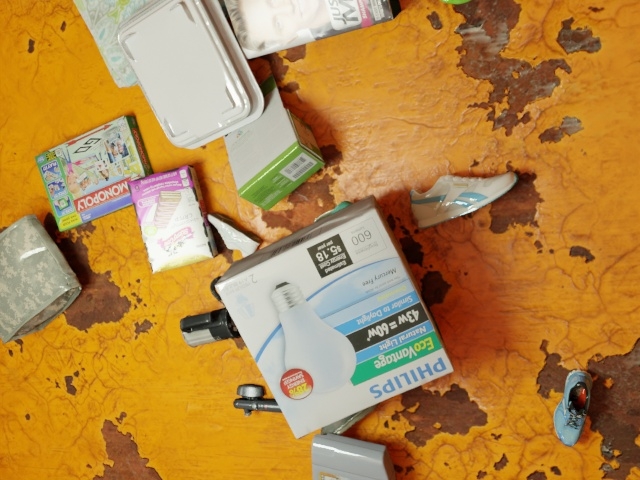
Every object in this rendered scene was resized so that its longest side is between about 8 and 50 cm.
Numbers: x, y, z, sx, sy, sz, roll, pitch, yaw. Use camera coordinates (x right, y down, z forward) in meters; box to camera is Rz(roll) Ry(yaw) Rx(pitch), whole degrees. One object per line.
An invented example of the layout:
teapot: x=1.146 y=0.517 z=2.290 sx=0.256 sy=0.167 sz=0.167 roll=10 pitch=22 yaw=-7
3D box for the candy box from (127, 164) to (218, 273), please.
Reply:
candy box: x=-0.359 y=-0.052 z=1.609 sx=0.159 sy=0.071 sz=0.234 roll=-15 pitch=95 yaw=4

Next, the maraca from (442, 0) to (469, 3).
maraca: x=0.285 y=-0.549 z=1.306 sx=0.127 sy=0.099 sz=0.186 roll=25 pitch=80 yaw=13

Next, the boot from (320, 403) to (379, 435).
boot: x=0.017 y=0.342 z=1.550 sx=0.189 sy=0.076 sz=0.208 roll=-41 pitch=88 yaw=11

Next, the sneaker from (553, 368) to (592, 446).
sneaker: x=0.518 y=0.350 z=1.358 sx=0.063 sy=0.073 sz=0.162 roll=9 pitch=101 yaw=19

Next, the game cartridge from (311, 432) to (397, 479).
game cartridge: x=0.081 y=0.591 z=1.533 sx=0.198 sy=0.062 sz=0.297 roll=8 pitch=117 yaw=24

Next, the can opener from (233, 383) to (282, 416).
can opener: x=-0.129 y=0.402 z=1.622 sx=0.186 sy=0.059 sz=0.073 roll=5 pitch=99 yaw=21

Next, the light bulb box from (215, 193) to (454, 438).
light bulb box: x=0.034 y=0.150 z=1.365 sx=0.357 sy=0.225 sz=0.361 roll=-26 pitch=99 yaw=8

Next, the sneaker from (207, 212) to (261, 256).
sneaker: x=-0.219 y=-0.013 z=1.598 sx=0.152 sy=0.053 sz=0.061 roll=35 pitch=111 yaw=12

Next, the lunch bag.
lunch bag: x=-0.777 y=0.095 z=1.767 sx=0.287 sy=0.169 sz=0.235 roll=-37 pitch=84 yaw=26

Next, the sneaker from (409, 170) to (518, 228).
sneaker: x=0.295 y=-0.101 z=1.371 sx=0.228 sy=0.087 sz=0.092 roll=-21 pitch=88 yaw=20

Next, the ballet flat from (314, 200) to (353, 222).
ballet flat: x=0.000 y=0.000 z=1.512 sx=0.247 sy=0.083 sz=0.087 roll=-43 pitch=58 yaw=21

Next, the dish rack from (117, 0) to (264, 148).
dish rack: x=-0.305 y=-0.380 z=1.478 sx=0.285 sy=0.072 sz=0.333 roll=-18 pitch=106 yaw=30

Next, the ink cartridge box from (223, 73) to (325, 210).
ink cartridge box: x=-0.118 y=-0.229 z=1.515 sx=0.188 sy=0.097 sz=0.255 roll=-37 pitch=50 yaw=22

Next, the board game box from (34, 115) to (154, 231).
board game box: x=-0.584 y=-0.170 z=1.719 sx=0.317 sy=0.046 sz=0.214 roll=-18 pitch=91 yaw=22

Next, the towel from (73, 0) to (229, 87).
towel: x=-0.410 y=-0.582 z=1.559 sx=0.374 sy=0.090 sz=0.321 roll=-29 pitch=88 yaw=25

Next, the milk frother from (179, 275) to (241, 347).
milk frother: x=-0.274 y=0.177 z=1.635 sx=0.134 sy=0.129 sz=0.143 roll=-15 pitch=50 yaw=22

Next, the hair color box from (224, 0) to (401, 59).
hair color box: x=-0.022 y=-0.514 z=1.394 sx=0.347 sy=0.105 sz=0.174 roll=-9 pitch=115 yaw=22
